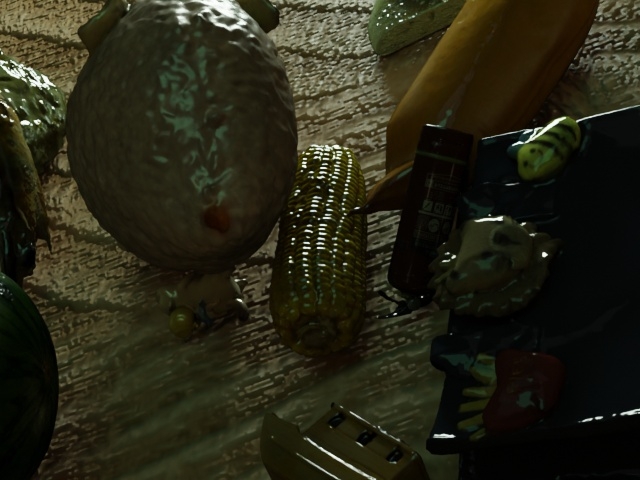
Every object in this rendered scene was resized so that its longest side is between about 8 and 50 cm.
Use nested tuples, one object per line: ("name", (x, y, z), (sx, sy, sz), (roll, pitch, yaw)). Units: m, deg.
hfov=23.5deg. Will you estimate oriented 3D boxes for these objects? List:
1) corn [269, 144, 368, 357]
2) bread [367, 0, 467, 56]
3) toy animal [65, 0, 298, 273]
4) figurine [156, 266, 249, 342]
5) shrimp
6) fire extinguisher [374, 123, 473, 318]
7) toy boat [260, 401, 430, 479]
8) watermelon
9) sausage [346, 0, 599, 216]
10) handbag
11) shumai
("corn", (0.000, 0.000, 1.280), (0.080, 0.080, 0.231), (-15, 41, 16))
("bread", (0.125, -0.260, 1.526), (0.193, 0.036, 0.112), (-25, 38, 3))
("toy animal", (-0.116, -0.096, 1.292), (0.188, 0.227, 0.358), (-2, 20, -19))
("figurine", (-0.101, 0.056, 1.310), (0.083, 0.047, 0.051), (-19, 50, 18))
("shrimp", (-0.350, -0.046, 1.445), (0.173, 0.058, 0.253), (-12, 72, -6))
("fire extinguisher", (0.085, -0.012, 1.222), (0.043, 0.064, 0.158), (19, 97, 54))
("toy boat", (0.033, 0.174, 1.094), (0.077, 0.057, 0.200), (-38, 40, -22))
("watermelon", (-0.329, 0.122, 1.218), (0.242, 0.242, 0.242), (-16, 41, 14))
("sausage", (0.131, -0.124, 1.321), (0.112, 0.112, 0.328), (13, 55, 39))
("handbag", (0.233, 0.027, 1.090), (0.329, 0.122, 0.303), (-8, 44, 25))
("shumai", (-0.388, -0.158, 1.578), (0.189, 0.218, 0.256), (-28, 36, 9))
